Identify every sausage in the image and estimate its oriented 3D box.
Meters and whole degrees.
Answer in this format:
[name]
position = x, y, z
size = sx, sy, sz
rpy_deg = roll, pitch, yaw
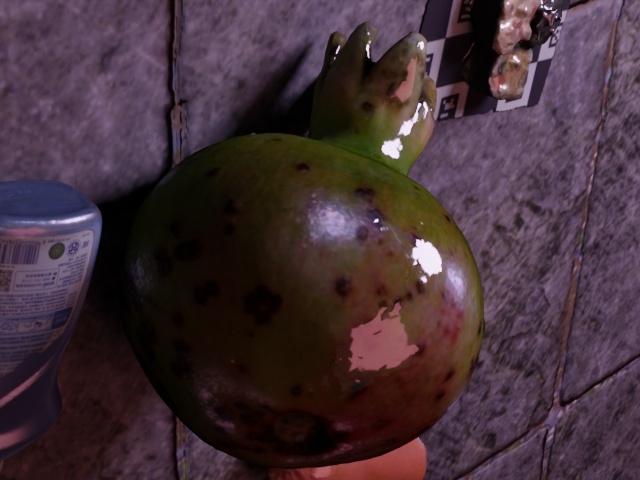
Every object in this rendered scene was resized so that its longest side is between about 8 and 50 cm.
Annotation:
[sausage]
position = 0.025, 0.189, 1.331
size = 0.194, 0.077, 0.077
rpy_deg = 15, 104, -51

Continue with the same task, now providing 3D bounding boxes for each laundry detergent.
[laundry detergent]
position = -0.199, 0.066, 0.981
size = 0.097, 0.061, 0.206
rpy_deg = -11, 124, -48

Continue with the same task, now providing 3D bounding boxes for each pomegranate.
[pomegranate]
position = -0.017, -0.001, 1.048
size = 0.242, 0.242, 0.305
rpy_deg = 21, 59, -54

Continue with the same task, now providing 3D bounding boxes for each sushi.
[sushi]
position = 0.165, -0.186, 1.228
size = 0.192, 0.050, 0.215
rpy_deg = -13, 126, -44
